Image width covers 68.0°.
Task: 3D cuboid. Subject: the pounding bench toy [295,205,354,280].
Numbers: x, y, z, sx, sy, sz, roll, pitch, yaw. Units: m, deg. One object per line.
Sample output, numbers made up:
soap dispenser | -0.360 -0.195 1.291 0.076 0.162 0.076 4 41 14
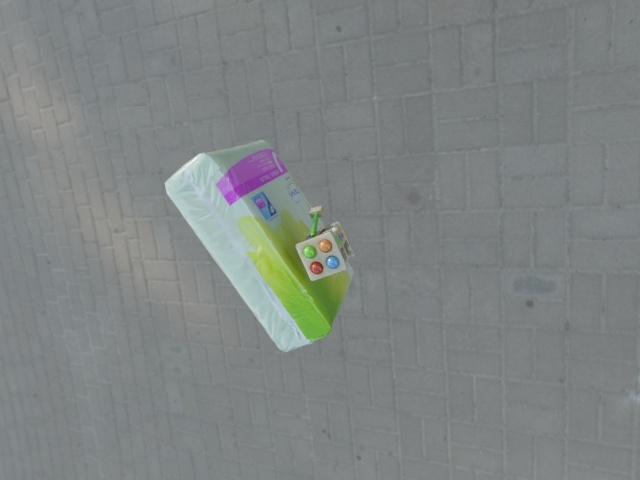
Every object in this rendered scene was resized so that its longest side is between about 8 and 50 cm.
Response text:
pounding bench toy | 0.000 0.000 0.617 0.052 0.065 0.083 -21 99 19

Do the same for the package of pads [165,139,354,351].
package of pads | -0.073 -0.006 0.735 0.101 0.229 0.297 -31 97 20
